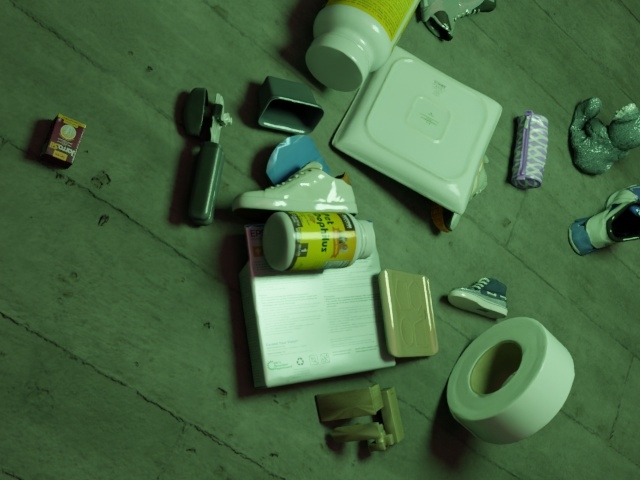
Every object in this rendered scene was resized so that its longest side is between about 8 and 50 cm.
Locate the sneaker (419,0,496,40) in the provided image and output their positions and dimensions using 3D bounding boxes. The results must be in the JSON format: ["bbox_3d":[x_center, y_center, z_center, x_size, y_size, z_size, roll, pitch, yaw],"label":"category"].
[{"bbox_3d":[0.351,-0.575,1.984,0.229,0.086,0.132,1,85,-21],"label":"sneaker"}]

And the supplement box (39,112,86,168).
[{"bbox_3d":[-0.473,-0.182,1.412,0.055,0.043,0.083,22,71,-28],"label":"supplement box"}]

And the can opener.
[{"bbox_3d":[-0.235,-0.169,1.553,0.093,0.074,0.280,3,75,4],"label":"can opener"}]

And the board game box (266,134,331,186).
[{"bbox_3d":[-0.052,-0.146,1.667,0.133,0.033,0.168,-44,122,-21],"label":"board game box"}]

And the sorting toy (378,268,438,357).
[{"bbox_3d":[0.194,0.166,1.728,0.208,0.038,0.192,10,70,-55],"label":"sorting toy"}]

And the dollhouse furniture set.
[{"bbox_3d":[0.089,0.381,1.661,0.151,0.123,0.144,-3,81,-67],"label":"dollhouse furniture set"}]

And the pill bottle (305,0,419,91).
[{"bbox_3d":[0.099,-0.506,1.742,0.188,0.188,0.333,38,63,-20],"label":"pill bottle"}]

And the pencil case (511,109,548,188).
[{"bbox_3d":[0.553,-0.239,2.031,0.088,0.086,0.206,39,55,-59],"label":"pencil case"}]

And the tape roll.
[{"bbox_3d":[0.421,0.313,1.729,0.100,0.286,0.286,42,62,-19],"label":"tape roll"}]

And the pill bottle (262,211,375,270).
[{"bbox_3d":[0.000,0.000,1.552,0.215,0.117,0.117,-2,82,-32],"label":"pill bottle"}]

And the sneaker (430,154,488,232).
[{"bbox_3d":[0.358,-0.129,1.889,0.121,0.099,0.262,30,68,-29],"label":"sneaker"}]

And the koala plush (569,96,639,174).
[{"bbox_3d":[0.827,-0.293,2.132,0.196,0.221,0.203,40,63,-20],"label":"koala plush"}]

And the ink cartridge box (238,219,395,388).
[{"bbox_3d":[-0.009,0.127,1.626,0.324,0.071,0.329,-3,78,-32],"label":"ink cartridge box"}]

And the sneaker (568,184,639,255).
[{"bbox_3d":[0.853,-0.057,2.126,0.316,0.182,0.127,-28,97,-32],"label":"sneaker"}]

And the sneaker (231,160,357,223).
[{"bbox_3d":[-0.059,-0.103,1.604,0.290,0.106,0.123,-1,78,-35],"label":"sneaker"}]

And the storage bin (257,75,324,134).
[{"bbox_3d":[-0.074,-0.293,1.661,0.135,0.098,0.091,8,49,-30],"label":"storage bin"}]

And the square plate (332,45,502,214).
[{"bbox_3d":[0.245,-0.280,1.815,0.347,0.049,0.344,28,65,-6],"label":"square plate"}]

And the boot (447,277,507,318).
[{"bbox_3d":[0.383,0.127,1.876,0.190,0.069,0.086,23,62,-35],"label":"boot"}]
